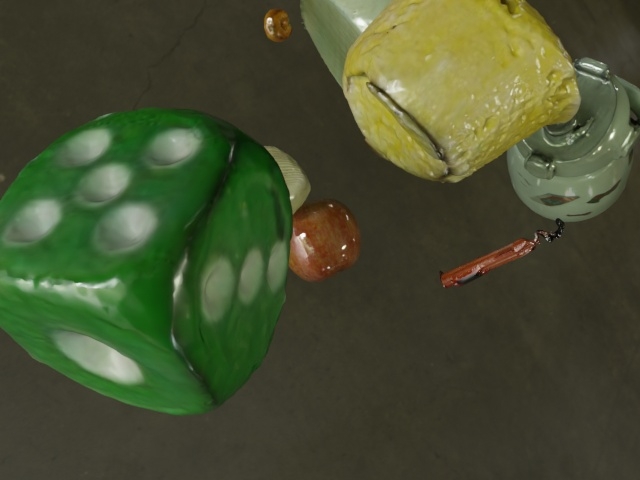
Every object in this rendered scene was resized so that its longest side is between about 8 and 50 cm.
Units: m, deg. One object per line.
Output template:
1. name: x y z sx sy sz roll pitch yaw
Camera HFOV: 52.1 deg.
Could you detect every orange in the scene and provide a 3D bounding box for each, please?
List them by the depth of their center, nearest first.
1. orange: -0.119 -0.572 1.746 0.086 0.062 0.086 -8 101 -48

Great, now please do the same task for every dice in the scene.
1. dice: -0.210 0.026 0.831 0.297 0.287 0.300 73 30 -49

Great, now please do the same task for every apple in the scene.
1. apple: 0.000 0.000 1.484 0.188 0.188 0.174 -21 84 -42

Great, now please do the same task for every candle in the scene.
1. candle: 0.195 0.019 0.711 0.021 0.167 0.026 29 53 -25

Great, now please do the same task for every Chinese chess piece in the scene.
1. Chinese chess piece: 0.114 -0.353 1.194 0.146 0.349 0.349 -38 98 -5

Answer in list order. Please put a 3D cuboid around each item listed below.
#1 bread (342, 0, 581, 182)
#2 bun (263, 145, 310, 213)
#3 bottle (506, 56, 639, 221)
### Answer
1. bread: 0.126 -0.148 0.617 0.170 0.197 0.197 -42 102 -5
2. bun: -0.106 -0.117 1.398 0.164 0.111 0.188 -14 50 -25
3. bottle: 0.404 -0.174 1.059 0.351 0.229 0.229 31 47 -66
